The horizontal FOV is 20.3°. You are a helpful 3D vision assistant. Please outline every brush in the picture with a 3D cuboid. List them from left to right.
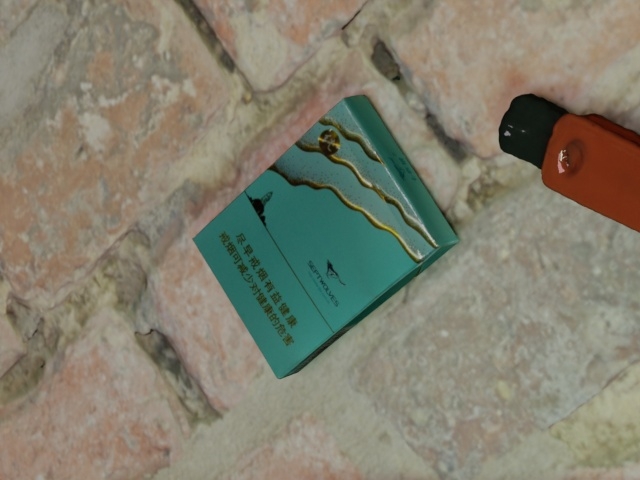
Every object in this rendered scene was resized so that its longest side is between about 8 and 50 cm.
[{"bbox_3d":[0.274,-0.033,1.403,0.323,0.051,0.070,28,111,29],"label":"brush"}]

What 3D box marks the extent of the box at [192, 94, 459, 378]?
[{"bbox_3d":[0.001,0.000,1.613,0.229,0.041,0.162,-42,74,34],"label":"box"}]
